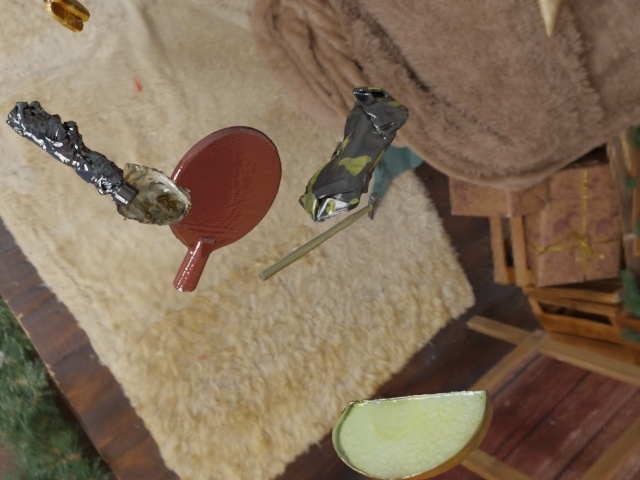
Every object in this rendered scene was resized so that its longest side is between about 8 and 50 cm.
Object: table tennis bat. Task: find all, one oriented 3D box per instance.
[{"bbox_3d":[-0.229,-0.063,1.598,0.268,0.051,0.414,6,119,-41],"label":"table tennis bat"}]

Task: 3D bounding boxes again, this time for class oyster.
[{"bbox_3d":[-0.305,-0.081,1.331,0.177,0.056,0.105,7,91,-45],"label":"oyster"}]

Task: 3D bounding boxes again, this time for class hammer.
[{"bbox_3d":[0.000,0.000,0.994,0.199,0.062,0.013,-33,68,-17],"label":"hammer"}]

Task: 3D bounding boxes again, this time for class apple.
[{"bbox_3d":[0.198,0.388,1.482,0.179,0.346,0.254,68,27,-16],"label":"apple"}]

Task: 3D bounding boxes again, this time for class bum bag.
[{"bbox_3d":[0.047,-0.126,1.066,0.060,0.107,0.232,42,69,-50],"label":"bum bag"}]

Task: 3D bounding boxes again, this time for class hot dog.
[{"bbox_3d":[-0.452,-0.410,1.284,0.041,0.133,0.056,36,93,8],"label":"hot dog"}]

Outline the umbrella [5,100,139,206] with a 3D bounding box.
[{"bbox_3d":[-0.380,-0.138,1.137,0.224,0.080,0.071,41,100,-12],"label":"umbrella"}]
